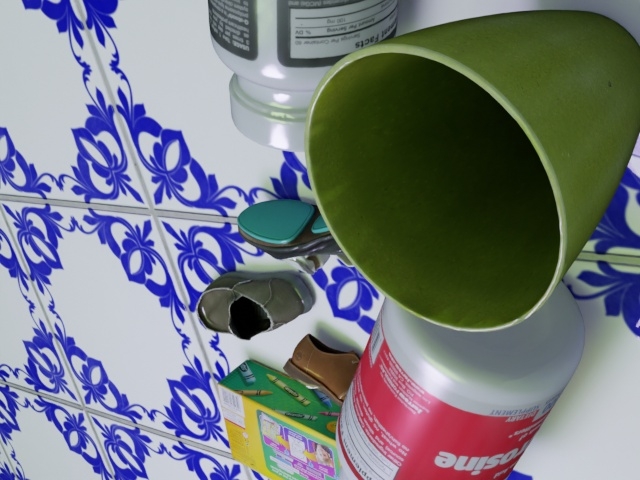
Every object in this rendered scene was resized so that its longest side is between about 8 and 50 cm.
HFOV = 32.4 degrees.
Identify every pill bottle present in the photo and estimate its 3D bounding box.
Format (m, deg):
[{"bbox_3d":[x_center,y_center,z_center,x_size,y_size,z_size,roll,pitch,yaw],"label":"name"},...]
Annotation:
[{"bbox_3d":[0.149,0.205,1.358,0.229,0.229,0.407,38,140,20],"label":"pill bottle"},{"bbox_3d":[-0.019,-0.291,1.180,0.210,0.210,0.362,28,135,30],"label":"pill bottle"}]

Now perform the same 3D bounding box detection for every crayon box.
[{"bbox_3d":[-0.030,0.316,1.746,0.278,0.081,0.165,19,130,36],"label":"crayon box"}]

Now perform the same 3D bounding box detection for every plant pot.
[{"bbox_3d":[0.182,-0.106,1.039,0.275,0.293,0.274,27,135,30],"label":"plant pot"}]

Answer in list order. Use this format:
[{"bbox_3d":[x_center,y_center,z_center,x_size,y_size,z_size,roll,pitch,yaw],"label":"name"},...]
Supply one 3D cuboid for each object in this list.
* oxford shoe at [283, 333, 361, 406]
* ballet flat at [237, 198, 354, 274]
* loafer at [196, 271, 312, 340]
[{"bbox_3d":[0.050,0.205,1.597,0.212,0.076,0.076,29,96,15],"label":"oxford shoe"},{"bbox_3d":[0.000,0.000,1.476,0.280,0.095,0.096,1,130,46],"label":"ballet flat"},{"bbox_3d":[-0.121,0.101,1.674,0.251,0.087,0.094,-16,106,50],"label":"loafer"}]
